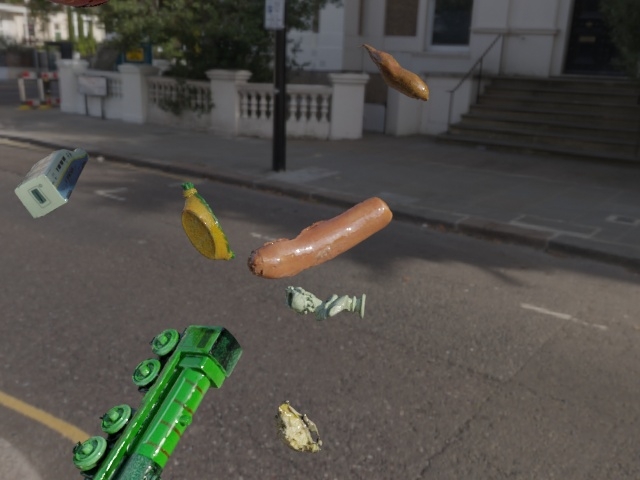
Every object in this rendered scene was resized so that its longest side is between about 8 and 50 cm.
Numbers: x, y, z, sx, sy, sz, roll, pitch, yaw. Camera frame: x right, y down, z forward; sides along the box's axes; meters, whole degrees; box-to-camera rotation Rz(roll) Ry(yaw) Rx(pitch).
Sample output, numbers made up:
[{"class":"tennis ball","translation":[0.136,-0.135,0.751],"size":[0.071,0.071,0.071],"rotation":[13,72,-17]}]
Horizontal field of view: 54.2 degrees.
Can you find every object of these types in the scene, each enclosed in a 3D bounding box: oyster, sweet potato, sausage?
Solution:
[{"class":"oyster","translation":[-0.054,0.398,1.291],"size":[0.072,0.133,0.209],"rotation":[-35,-9,-18]},{"class":"sweet potato","translation":[0.157,-0.363,1.347],"size":[0.195,0.056,0.056],"rotation":[43,28,8]},{"class":"sausage","translation":[0.001,0.001,1.241],"size":[0.327,0.087,0.079],"rotation":[-25,52,-24]}]

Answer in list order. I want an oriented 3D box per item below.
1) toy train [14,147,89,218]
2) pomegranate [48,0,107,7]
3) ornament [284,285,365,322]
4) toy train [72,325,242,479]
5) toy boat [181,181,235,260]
[{"class":"toy train","translation":[-0.377,-0.101,0.896],"size":[0.052,0.051,0.234],"rotation":[-27,27,2]},{"class":"pomegranate","translation":[-0.324,-0.424,0.825],"size":[0.235,0.210,0.210],"rotation":[-33,28,-15]},{"class":"ornament","translation":[0.008,0.079,0.749],"size":[0.092,0.041,0.068],"rotation":[9,-8,-25]},{"class":"toy train","translation":[-0.199,0.212,0.782],"size":[0.119,0.085,0.251],"rotation":[-3,43,33]},{"class":"toy boat","translation":[-0.290,-0.039,1.566],"size":[0.089,0.229,0.088],"rotation":[-23,15,24]}]
